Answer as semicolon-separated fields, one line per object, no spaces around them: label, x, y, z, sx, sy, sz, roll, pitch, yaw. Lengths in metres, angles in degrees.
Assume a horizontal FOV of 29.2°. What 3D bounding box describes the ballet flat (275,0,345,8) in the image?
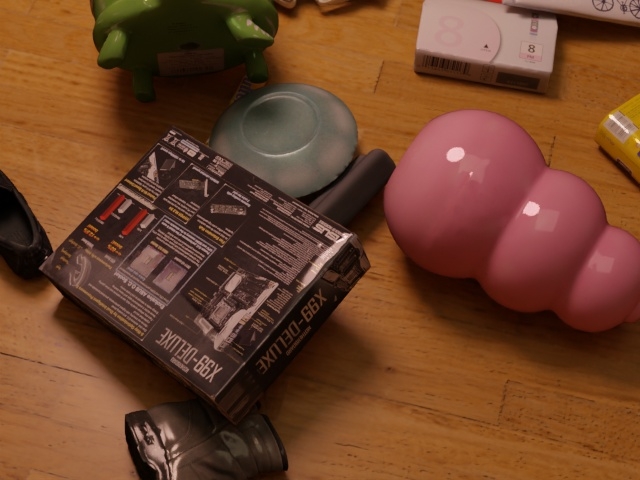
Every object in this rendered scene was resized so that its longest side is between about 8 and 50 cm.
ballet flat;-0.019;-0.367;1.728;0.241;0.091;0.077;-6;81;-2

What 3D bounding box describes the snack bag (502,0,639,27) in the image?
snack bag;0.420;-0.466;1.751;0.323;0.037;0.342;7;75;-10

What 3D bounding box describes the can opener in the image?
can opener;0.000;0.000;1.520;0.093;0.074;0.280;46;64;-16

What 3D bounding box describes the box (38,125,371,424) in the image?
box;-0.136;0.031;1.419;0.307;0.076;0.242;31;72;30

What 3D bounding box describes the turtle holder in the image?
turtle holder;-0.190;-0.327;1.543;0.243;0.320;0.227;-12;77;24

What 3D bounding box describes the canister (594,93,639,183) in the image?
canister;0.456;-0.113;1.597;0.126;0.073;0.170;-31;63;-20

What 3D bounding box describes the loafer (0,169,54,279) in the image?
loafer;-0.402;-0.048;1.514;0.076;0.078;0.223;-33;66;-21

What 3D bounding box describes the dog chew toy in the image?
dog chew toy;0.242;-0.011;1.460;0.332;0.206;0.206;33;63;7

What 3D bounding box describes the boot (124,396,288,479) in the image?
boot;-0.104;0.265;1.340;0.161;0.083;0.246;-16;62;-19

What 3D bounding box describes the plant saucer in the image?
plant saucer;-0.050;-0.139;1.574;0.195;0.037;0.194;-4;56;5

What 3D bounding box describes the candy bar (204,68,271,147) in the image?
candy bar;-0.112;-0.173;1.640;0.040;0.018;0.161;21;61;10

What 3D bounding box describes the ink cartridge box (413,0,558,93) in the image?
ink cartridge box;0.238;-0.322;1.727;0.189;0.066;0.232;10;63;3
